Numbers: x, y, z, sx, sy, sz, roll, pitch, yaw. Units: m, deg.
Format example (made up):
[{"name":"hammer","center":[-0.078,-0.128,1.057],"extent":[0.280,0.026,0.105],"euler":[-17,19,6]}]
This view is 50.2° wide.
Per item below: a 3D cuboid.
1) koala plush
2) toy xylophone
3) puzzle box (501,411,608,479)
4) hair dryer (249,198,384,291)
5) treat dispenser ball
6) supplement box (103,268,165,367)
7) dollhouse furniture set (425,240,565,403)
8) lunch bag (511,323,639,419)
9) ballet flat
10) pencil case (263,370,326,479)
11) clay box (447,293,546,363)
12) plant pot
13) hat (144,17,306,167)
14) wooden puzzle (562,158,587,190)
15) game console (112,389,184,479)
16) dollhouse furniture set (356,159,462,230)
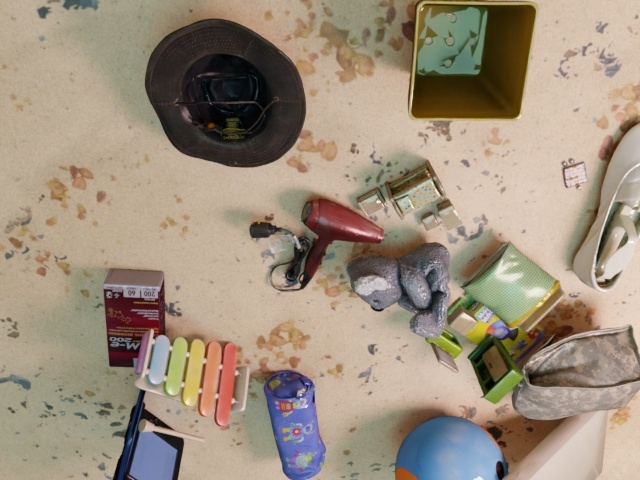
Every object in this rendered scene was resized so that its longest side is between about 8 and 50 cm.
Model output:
[{"name":"koala plush","center":[0.168,0.090,1.544],"extent":[0.221,0.196,0.203],"euler":[8,106,-6]},{"name":"toy xylophone","center":[-0.308,0.342,1.600],"extent":[0.081,0.236,0.322],"euler":[-22,150,37]},{"name":"puzzle box","center":[0.612,0.609,1.774],"extent":[0.409,0.052,0.272],"euler":[-27,124,-32]},{"name":"hair dryer","center":[0.000,0.000,1.558],"extent":[0.293,0.080,0.223],"euler":[-12,133,11]},{"name":"treat dispenser ball","center":[0.336,0.600,1.758],"extent":[0.288,0.288,0.288],"euler":[-1,118,-2]},{"name":"supplement box","center":[-0.439,0.189,1.625],"extent":[0.130,0.073,0.239],"euler":[3,119,-4]},{"name":"dollhouse furniture set","center":[0.410,0.185,1.556],"extent":[0.197,0.151,0.301],"euler":[34,109,-18]},{"name":"lunch bag","center":[0.603,0.328,1.651],"extent":[0.287,0.169,0.235],"euler":[-11,149,2]},{"name":"ballet flat","center":[0.682,-0.056,1.509],"extent":[0.139,0.139,0.400],"euler":[9,117,-7]},{"name":"pencil case","center":[-0.060,0.477,1.771],"extent":[0.133,0.119,0.306],"euler":[-12,118,-6]},{"name":"clay box","center":[0.431,0.210,1.684],"extent":[0.222,0.053,0.127],"euler":[33,111,-19]},{"name":"plant pot","center":[0.266,-0.357,1.296],"extent":[0.212,0.187,0.212],"euler":[0,118,-2]},{"name":"hat","center":[-0.175,-0.304,1.337],"extent":[0.331,0.134,0.331],"euler":[2,137,2]},{"name":"wooden puzzle","center":[0.569,-0.146,1.525],"extent":[0.049,0.006,0.083],"euler":[-16,118,6]},{"name":"game console","center":[-0.397,0.487,1.662],"extent":[0.173,0.293,0.250],"euler":[-39,114,17]},{"name":"dollhouse furniture set","center":[0.200,-0.053,1.505],"extent":[0.182,0.101,0.161],"euler":[-28,116,12]}]
